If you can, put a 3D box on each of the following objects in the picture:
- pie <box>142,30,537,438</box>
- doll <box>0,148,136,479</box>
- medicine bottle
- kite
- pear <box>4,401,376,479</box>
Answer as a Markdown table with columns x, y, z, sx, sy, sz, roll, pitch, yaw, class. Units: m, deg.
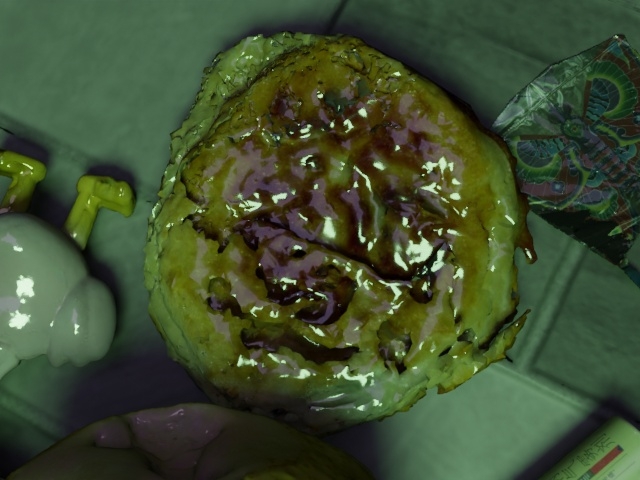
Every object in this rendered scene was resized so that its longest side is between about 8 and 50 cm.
| x | y | z | sx | sy | sz | roll | pitch | yaw | class |
| --- | --- | --- | --- | --- | --- | --- | --- | --- | --- |
| 0.000 | 0.000 | 0.593 | 0.308 | 0.085 | 0.309 | -1 | 81 | 5 | pie |
| -0.243 | 0.115 | 0.594 | 0.160 | 0.094 | 0.365 | 15 | 83 | 1 | doll |
| 0.128 | 0.211 | 0.555 | 0.231 | 0.059 | 0.059 | -40 | 79 | -3 | medicine bottle |
| 0.249 | -0.015 | 0.605 | 0.152 | 0.015 | 0.285 | -40 | 78 | -2 | kite |
| -0.072 | 0.215 | 0.478 | 0.271 | 0.271 | 0.271 | -1 | 80 | 6 | pear |
